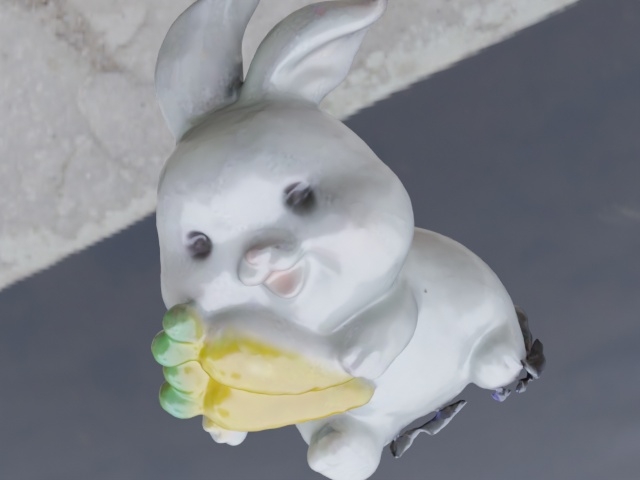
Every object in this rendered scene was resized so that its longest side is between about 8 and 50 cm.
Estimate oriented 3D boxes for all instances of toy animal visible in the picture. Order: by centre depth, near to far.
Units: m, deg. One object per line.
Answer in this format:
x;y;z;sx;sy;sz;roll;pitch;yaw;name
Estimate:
0.001;0.004;0.871;0.183;0.247;0.310;-16;131;33;toy animal
